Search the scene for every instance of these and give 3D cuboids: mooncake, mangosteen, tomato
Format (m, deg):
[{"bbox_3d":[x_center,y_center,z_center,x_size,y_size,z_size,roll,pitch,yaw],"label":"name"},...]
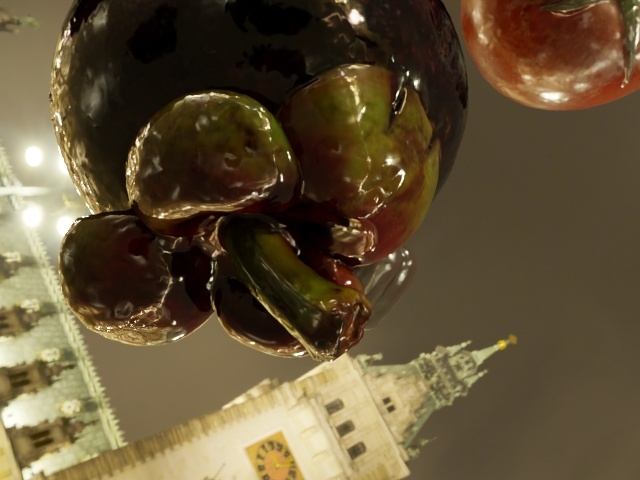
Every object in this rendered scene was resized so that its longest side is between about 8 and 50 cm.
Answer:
[{"bbox_3d":[0.000,0.000,1.038,0.306,0.306,0.154,41,-84,26],"label":"mooncake"},{"bbox_3d":[-0.055,-0.081,0.606,0.382,0.382,0.435,-22,-123,36],"label":"mangosteen"},{"bbox_3d":[0.296,-0.286,0.792,0.264,0.264,0.265,4,-83,36],"label":"tomato"}]
